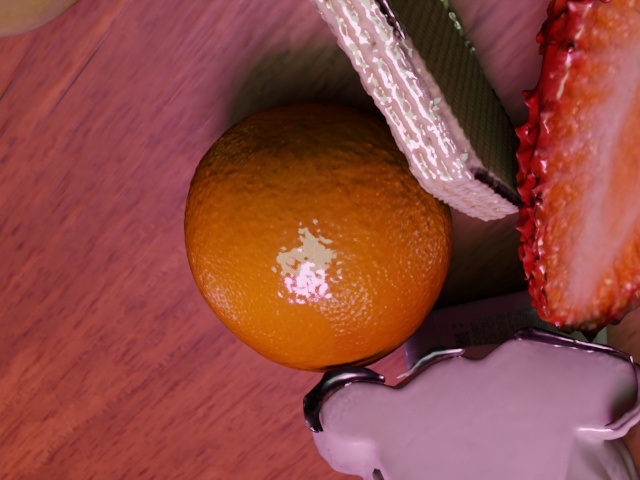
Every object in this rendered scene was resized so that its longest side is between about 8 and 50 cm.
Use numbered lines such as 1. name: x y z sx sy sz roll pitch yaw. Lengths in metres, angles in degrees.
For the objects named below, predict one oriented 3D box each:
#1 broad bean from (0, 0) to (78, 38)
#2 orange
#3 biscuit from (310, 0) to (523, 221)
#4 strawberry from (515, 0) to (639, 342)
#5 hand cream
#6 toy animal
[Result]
1. broad bean: -0.238 -0.231 0.568 0.263 0.121 0.189 -23 116 17
2. orange: 0.000 0.000 0.617 0.205 0.206 0.206 4 119 7
3. biscuit: 0.067 -0.118 0.563 0.052 0.150 0.252 -23 114 28
4. strawberry: 0.200 -0.084 0.561 0.188 0.106 0.286 19 103 -24
5. hand cream: 0.156 0.076 0.717 0.174 0.047 0.076 -10 116 4
6. toy animal: 0.156 0.210 0.659 0.257 0.194 0.357 27 163 31
